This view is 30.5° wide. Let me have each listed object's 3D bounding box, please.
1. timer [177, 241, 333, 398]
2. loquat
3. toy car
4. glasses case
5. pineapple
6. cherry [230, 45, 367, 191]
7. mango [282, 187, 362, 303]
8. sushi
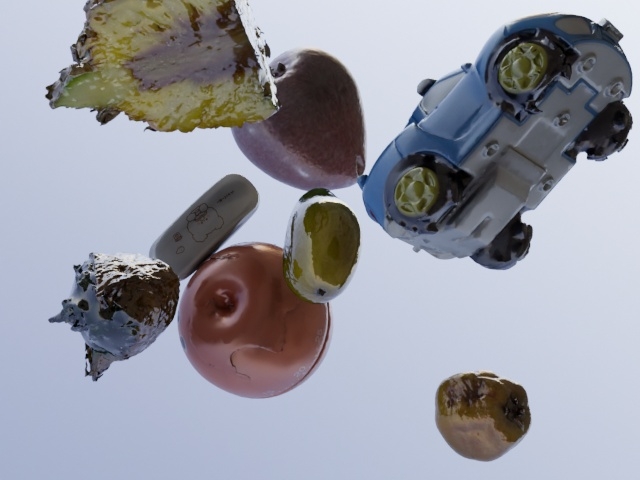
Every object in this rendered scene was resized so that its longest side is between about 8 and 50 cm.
[{"bbox_3d":[-0.097,0.119,1.749,0.215,0.230,0.229,42,-154,-62],"label":"timer"},{"bbox_3d":[0.222,0.236,1.601,0.113,0.137,0.137,-13,-111,-48],"label":"loquat"},{"bbox_3d":[0.180,-0.115,1.222,0.198,0.314,0.166,20,-155,-51],"label":"toy car"},{"bbox_3d":[-0.173,-0.020,1.755,0.074,0.193,0.049,45,176,13],"label":"glasses case"},{"bbox_3d":[-0.235,-0.291,1.544,0.344,0.286,0.209,68,-173,-52],"label":"pineapple"},{"bbox_3d":[-0.031,-0.221,2.189,0.307,0.221,0.261,49,-120,-12],"label":"cherry"},{"bbox_3d":[-0.002,0.007,1.514,0.091,0.137,0.237,17,-174,-7],"label":"mango"},{"bbox_3d":[-0.286,0.091,1.585,0.140,0.287,0.149,-34,-93,-32],"label":"sushi"}]
